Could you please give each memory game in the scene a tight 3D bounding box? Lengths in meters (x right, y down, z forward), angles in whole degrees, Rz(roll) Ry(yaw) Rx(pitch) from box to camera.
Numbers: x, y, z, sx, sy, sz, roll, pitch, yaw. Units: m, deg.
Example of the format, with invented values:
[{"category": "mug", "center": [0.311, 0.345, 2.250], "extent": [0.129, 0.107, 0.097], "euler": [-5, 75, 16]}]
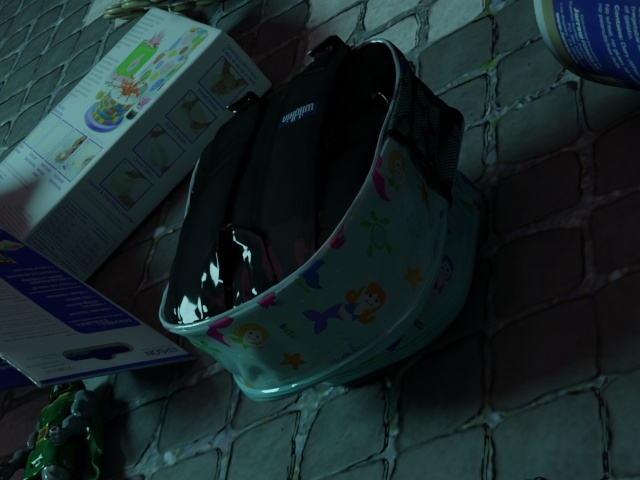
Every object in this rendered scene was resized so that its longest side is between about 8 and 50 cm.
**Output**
[{"category": "memory game", "center": [-0.186, -0.302, 1.615], "extent": [0.186, 0.012, 0.186], "euler": [-11, 5, 1]}]

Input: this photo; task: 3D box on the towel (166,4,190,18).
[{"category": "towel", "center": [-0.220, -0.264, 1.712], "extent": [0.113, 0.023, 0.152], "euler": [-41, 28, 0]}]

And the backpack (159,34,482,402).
[{"category": "backpack", "center": [0.000, 0.000, 0.952], "extent": [0.225, 0.191, 0.253], "euler": [-28, 27, 30]}]

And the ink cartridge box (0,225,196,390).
[{"category": "ink cartridge box", "center": [-0.305, 0.061, 1.187], "extent": [0.371, 0.176, 0.069], "euler": [26, 110, 36]}]

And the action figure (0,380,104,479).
[{"category": "action figure", "center": [-0.238, 0.198, 1.121], "extent": [0.137, 0.063, 0.232], "euler": [-35, 28, 21]}]

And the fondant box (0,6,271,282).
[{"category": "fondant box", "center": [-0.238, -0.112, 1.467], "extent": [0.330, 0.096, 0.238], "euler": [-48, 30, -6]}]

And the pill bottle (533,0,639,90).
[{"category": "pill bottle", "center": [0.282, -0.168, 0.867], "extent": [0.153, 0.153, 0.265], "euler": [-50, 32, -10]}]

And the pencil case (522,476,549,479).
[{"category": "pencil case", "center": [0.080, 0.190, 0.747], "extent": [0.152, 0.064, 0.070], "euler": [-27, 9, 27]}]
